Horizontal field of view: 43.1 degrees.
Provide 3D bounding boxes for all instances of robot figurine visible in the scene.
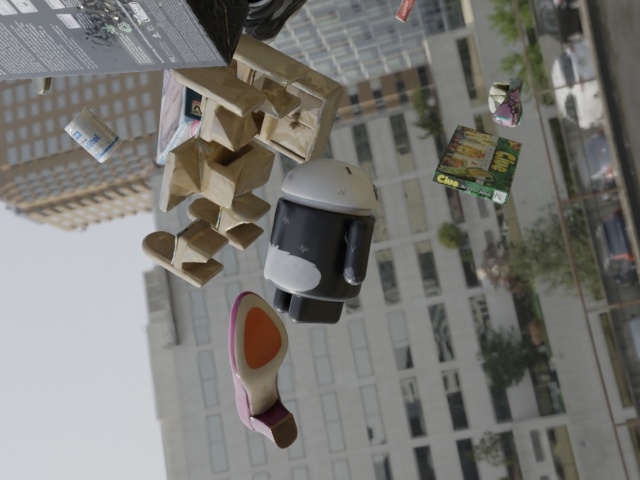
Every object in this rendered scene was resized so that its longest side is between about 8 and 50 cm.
[{"bbox_3d":[0.003,0.001,1.378,0.173,0.209,0.278,-12,-65,-70],"label":"robot figurine"}]

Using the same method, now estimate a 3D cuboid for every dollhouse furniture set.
[{"bbox_3d":[-0.173,-0.198,1.413,0.394,0.256,0.362,-44,-21,-48],"label":"dollhouse furniture set"}]

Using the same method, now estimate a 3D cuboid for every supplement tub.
[{"bbox_3d":[-0.491,-0.228,1.757,0.107,0.071,0.071,43,-156,-18],"label":"supplement tub"}]

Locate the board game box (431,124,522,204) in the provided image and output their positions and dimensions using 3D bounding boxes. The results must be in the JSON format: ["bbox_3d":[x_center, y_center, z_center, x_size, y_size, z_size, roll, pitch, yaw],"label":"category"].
[{"bbox_3d":[0.296,-0.146,1.504,0.260,0.136,0.030,-57,-15,-59],"label":"board game box"}]

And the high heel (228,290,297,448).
[{"bbox_3d":[-0.149,0.244,1.636,0.181,0.127,0.377,29,134,49],"label":"high heel"}]

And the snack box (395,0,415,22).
[{"bbox_3d":[0.173,-0.457,1.355,0.064,0.022,0.178,-74,9,-62],"label":"snack box"}]

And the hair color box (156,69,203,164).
[{"bbox_3d":[-0.291,-0.346,1.861,0.105,0.174,0.347,15,-129,-25],"label":"hair color box"}]

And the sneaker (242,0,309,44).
[{"bbox_3d":[-0.062,-0.453,1.369,0.101,0.269,0.153,37,175,8],"label":"sneaker"}]

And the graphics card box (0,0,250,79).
[{"bbox_3d":[-0.287,-0.278,0.845,0.233,0.370,0.094,55,-136,-52],"label":"graphics card box"}]

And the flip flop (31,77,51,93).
[{"bbox_3d":[-0.682,-0.454,1.816,0.112,0.080,0.277,39,151,39],"label":"flip flop"}]

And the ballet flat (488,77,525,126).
[{"bbox_3d":[0.425,-0.325,1.858,0.221,0.079,0.077,-66,-12,-55],"label":"ballet flat"}]
